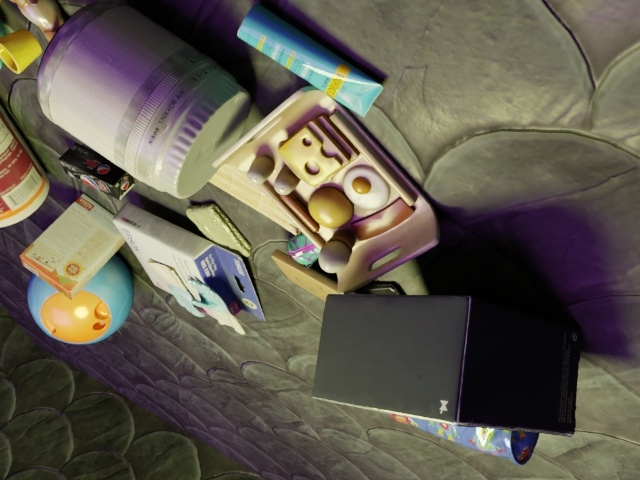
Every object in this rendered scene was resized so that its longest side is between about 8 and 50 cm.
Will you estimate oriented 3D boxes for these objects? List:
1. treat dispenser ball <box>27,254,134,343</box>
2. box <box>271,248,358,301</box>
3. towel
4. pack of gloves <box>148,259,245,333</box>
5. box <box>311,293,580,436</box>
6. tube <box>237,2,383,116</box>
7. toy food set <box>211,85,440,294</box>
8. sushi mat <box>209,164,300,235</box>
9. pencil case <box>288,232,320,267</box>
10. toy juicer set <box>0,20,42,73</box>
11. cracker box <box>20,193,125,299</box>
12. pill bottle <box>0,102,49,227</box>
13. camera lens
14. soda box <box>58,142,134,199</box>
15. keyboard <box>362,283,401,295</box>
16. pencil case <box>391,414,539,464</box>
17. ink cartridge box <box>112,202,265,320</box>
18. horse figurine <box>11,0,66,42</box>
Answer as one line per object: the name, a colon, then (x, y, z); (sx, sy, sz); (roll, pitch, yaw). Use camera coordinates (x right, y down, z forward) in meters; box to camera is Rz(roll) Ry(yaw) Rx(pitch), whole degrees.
treat dispenser ball: (-0.679, 0.152, 1.961); (0.288, 0.288, 0.288); (27, 149, 17)
box: (0.007, 0.097, 1.373); (0.201, 0.021, 0.164); (28, 166, 21)
towel: (-0.220, -0.021, 1.495); (0.110, 0.027, 0.148); (-1, 134, 46)
pack of gloves: (-0.306, 0.153, 1.666); (0.195, 0.046, 0.232); (16, 150, 28)
box: (0.197, 0.190, 1.081); (0.294, 0.183, 0.296); (16, 167, -40)
tube: (-0.013, -0.246, 0.943); (0.207, 0.052, 0.080); (32, 160, -4)
toy food set: (0.005, -0.064, 1.057); (0.306, 0.092, 0.220); (46, 129, -14)
sushi mat: (-0.161, -0.123, 1.296); (0.316, 0.019, 0.151); (31, 149, 10)
pencil case: (0.000, 0.000, 1.247); (0.064, 0.070, 0.151); (54, 147, -4)
toy juicer set: (-0.672, -0.421, 1.311); (0.329, 0.089, 0.209); (17, 143, 46)
cracker box: (-0.621, 0.014, 1.760); (0.156, 0.232, 0.067); (36, 152, 2)
pill bottle: (-0.844, -0.233, 1.655); (0.224, 0.224, 0.392); (19, 146, 28)
camera lens: (-0.275, -0.221, 1.073); (0.274, 0.219, 0.219); (34, 150, 5)
soda box: (-0.512, -0.157, 1.577); (0.169, 0.060, 0.053); (25, 150, 19)
keyboard: (0.150, 0.149, 1.351); (0.108, 0.023, 0.180); (-10, 126, 44)
pencil case: (0.282, 0.344, 1.389); (0.306, 0.119, 0.133); (10, 130, 39)
ink cartridge box: (-0.310, 0.078, 1.665); (0.330, 0.071, 0.324); (25, 154, 21)
horse figurine: (-0.480, -0.397, 1.182); (0.174, 0.066, 0.263); (32, 164, 44)
